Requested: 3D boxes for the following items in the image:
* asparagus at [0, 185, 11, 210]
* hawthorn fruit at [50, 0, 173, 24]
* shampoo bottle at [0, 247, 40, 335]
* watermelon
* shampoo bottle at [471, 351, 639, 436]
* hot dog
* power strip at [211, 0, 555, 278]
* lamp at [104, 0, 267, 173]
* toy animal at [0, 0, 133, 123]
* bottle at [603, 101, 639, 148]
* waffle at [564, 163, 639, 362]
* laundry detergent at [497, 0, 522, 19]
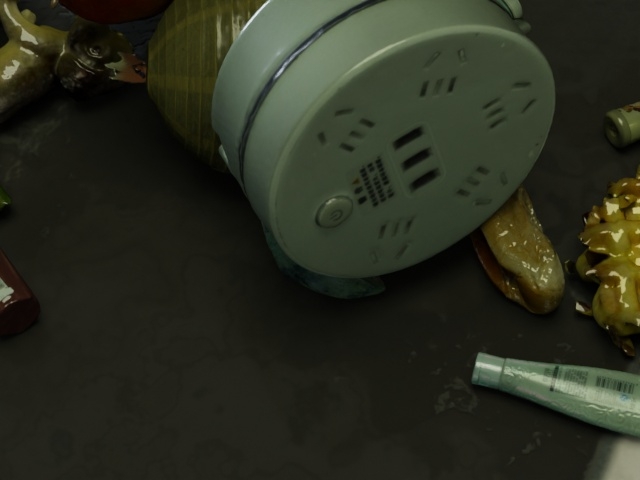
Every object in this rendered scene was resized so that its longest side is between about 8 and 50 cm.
[{"bbox_3d":[-0.420,-0.090,1.940,0.178,0.045,0.041,49,25,25],"label":"asparagus"},{"bbox_3d":[-0.240,-0.334,1.863,0.210,0.210,0.262,8,31,8],"label":"hawthorn fruit"},{"bbox_3d":[-0.405,0.013,1.853,0.068,0.067,0.236,-27,57,-27],"label":"shampoo bottle"},{"bbox_3d":[-0.004,0.006,1.841,0.094,0.081,0.180,-30,74,-36],"label":"watermelon"},{"bbox_3d":[0.255,0.156,1.736,0.190,0.041,0.069,12,62,11],"label":"shampoo bottle"},{"bbox_3d":[0.203,-0.023,1.840,0.073,0.084,0.242,-14,57,-8],"label":"hot dog"},{"bbox_3d":[0.076,-0.135,1.714,0.357,0.357,0.161,-23,50,-13],"label":"power strip"},{"bbox_3d":[-0.103,-0.190,1.869,0.284,0.250,0.250,-3,54,-10],"label":"lamp"},{"bbox_3d":[-0.349,-0.218,1.986,0.233,0.121,0.168,-32,70,-15],"label":"toy animal"},{"bbox_3d":[0.386,-0.148,1.942,0.101,0.047,0.063,-23,47,-14],"label":"bottle"},{"bbox_3d":[0.483,0.023,1.792,0.382,0.095,0.379,-40,62,-19],"label":"waffle"},{"bbox_3d":[0.142,-0.236,2.000,0.099,0.070,0.225,38,63,18],"label":"laundry detergent"}]
